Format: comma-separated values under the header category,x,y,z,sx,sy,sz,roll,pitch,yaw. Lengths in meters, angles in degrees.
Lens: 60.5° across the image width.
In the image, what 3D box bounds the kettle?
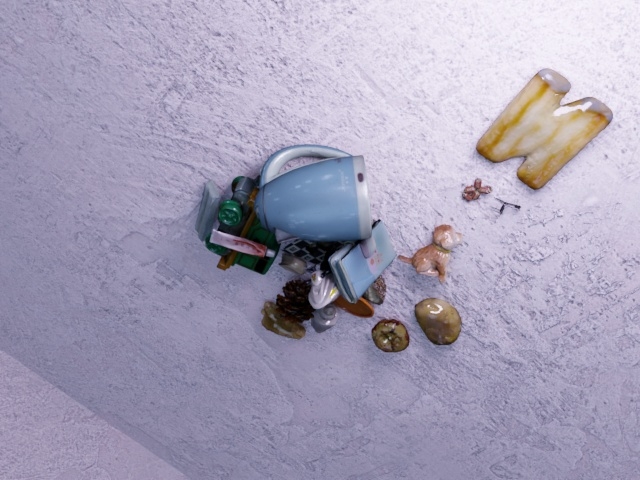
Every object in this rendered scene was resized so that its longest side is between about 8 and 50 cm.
category,x,y,z,sx,sy,sz,roll,pitch,yaw
kettle,-0.031,-0.146,1.650,0.342,0.320,0.247,-6,157,3

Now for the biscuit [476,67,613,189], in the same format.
category,x,y,z,sx,sy,sz,roll,pitch,yaw
biscuit,0.590,-0.292,1.467,0.236,0.062,0.291,30,129,-5

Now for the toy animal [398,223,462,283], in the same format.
category,x,y,z,sx,sy,sz,roll,pitch,yaw
toy animal,0.350,0.021,1.756,0.183,0.104,0.185,19,133,14

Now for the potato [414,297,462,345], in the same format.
category,x,y,z,sx,sy,sz,roll,pitch,yaw
potato,0.413,0.300,1.950,0.164,0.081,0.200,-20,114,31

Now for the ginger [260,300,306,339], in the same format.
category,x,y,z,sx,sy,sz,roll,pitch,yaw
ginger,-0.162,0.335,2.166,0.205,0.081,0.115,41,96,-3

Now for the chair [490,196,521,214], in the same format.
category,x,y,z,sx,sy,sz,roll,pitch,yaw
chair,0.551,-0.097,1.638,0.086,0.037,0.042,20,117,9

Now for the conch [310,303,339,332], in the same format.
category,x,y,z,sx,sy,sz,roll,pitch,yaw
conch,0.011,0.294,2.094,0.104,0.094,0.176,13,156,-8

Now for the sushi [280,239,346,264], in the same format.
category,x,y,z,sx,sy,sz,roll,pitch,yaw
sushi,0.000,0.000,1.879,0.192,0.040,0.210,25,135,-38

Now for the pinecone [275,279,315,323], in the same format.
category,x,y,z,sx,sy,sz,roll,pitch,yaw
pinecone,-0.085,0.220,2.013,0.173,0.173,0.174,9,127,12

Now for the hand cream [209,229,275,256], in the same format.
category,x,y,z,sx,sy,sz,roll,pitch,yaw
hand cream,-0.251,0.014,1.785,0.216,0.038,0.052,16,105,-10

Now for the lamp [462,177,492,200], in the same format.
category,x,y,z,sx,sy,sz,roll,pitch,yaw
lamp,0.463,-0.146,1.638,0.063,0.031,0.083,40,131,-10

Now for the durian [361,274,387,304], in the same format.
category,x,y,z,sx,sy,sz,roll,pitch,yaw
durian,0.171,0.140,1.898,0.148,0.091,0.188,26,156,26

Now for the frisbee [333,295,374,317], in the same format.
category,x,y,z,sx,sy,sz,roll,pitch,yaw
frisbee,0.112,0.218,1.989,0.192,0.035,0.192,25,156,12

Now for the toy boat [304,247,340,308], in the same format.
category,x,y,z,sx,sy,sz,roll,pitch,yaw
toy boat,0.031,0.116,1.822,0.140,0.269,0.141,11,117,22

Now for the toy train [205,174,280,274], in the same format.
category,x,y,z,sx,sy,sz,roll,pitch,yaw
toy train,-0.232,-0.045,1.855,0.249,0.178,0.429,26,130,-9

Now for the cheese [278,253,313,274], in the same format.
category,x,y,z,sx,sy,sz,roll,pitch,yaw
cheese,-0.077,0.091,1.940,0.171,0.048,0.092,15,165,42

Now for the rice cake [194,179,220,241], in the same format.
category,x,y,z,sx,sy,sz,roll,pitch,yaw
rice cake,-0.399,-0.101,1.928,0.040,0.085,0.226,-7,139,-33

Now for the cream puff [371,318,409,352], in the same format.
category,x,y,z,sx,sy,sz,roll,pitch,yaw
cream puff,0.262,0.345,2.029,0.149,0.084,0.149,7,124,10

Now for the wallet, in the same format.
category,x,y,z,sx,sy,sz,roll,pitch,yaw
wallet,0.140,0.060,1.753,0.075,0.250,0.176,0,122,44
